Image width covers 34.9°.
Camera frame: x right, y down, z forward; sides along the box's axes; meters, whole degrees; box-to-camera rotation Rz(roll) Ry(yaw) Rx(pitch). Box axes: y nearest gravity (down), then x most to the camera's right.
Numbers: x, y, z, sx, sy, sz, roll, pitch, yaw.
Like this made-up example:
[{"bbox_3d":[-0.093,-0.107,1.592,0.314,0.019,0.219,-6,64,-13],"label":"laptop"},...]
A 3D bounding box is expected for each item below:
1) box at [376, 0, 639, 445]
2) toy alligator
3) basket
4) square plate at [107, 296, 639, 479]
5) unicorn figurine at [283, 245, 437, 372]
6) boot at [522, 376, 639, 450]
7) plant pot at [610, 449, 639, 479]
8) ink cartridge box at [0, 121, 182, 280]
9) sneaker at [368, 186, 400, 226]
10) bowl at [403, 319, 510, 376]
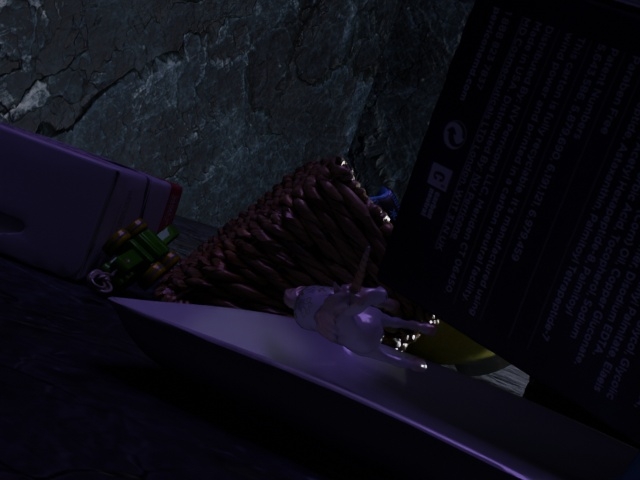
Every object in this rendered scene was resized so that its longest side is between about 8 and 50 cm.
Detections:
[{"bbox_3d":[0.397,0.007,0.833,0.480,0.297,0.471,2,21,-47],"label":"box"},{"bbox_3d":[-0.180,0.027,0.931,0.056,0.051,0.190,44,21,-1],"label":"toy alligator"},{"bbox_3d":[-0.020,0.060,1.052,0.213,0.223,0.299,52,-4,-7],"label":"basket"},{"bbox_3d":[0.081,0.125,0.681,0.347,0.049,0.344,20,1,26],"label":"square plate"},{"bbox_3d":[0.025,0.054,0.708,0.111,0.060,0.162,18,-15,-31],"label":"unicorn figurine"},{"bbox_3d":[0.366,0.176,1.129,0.260,0.131,0.348,20,1,17],"label":"boot"},{"bbox_3d":[0.292,0.072,0.397,0.271,0.255,0.271,27,7,-4],"label":"plant pot"},{"bbox_3d":[-0.277,-0.044,1.053,0.197,0.114,0.273,20,2,4],"label":"ink cartridge box"},{"bbox_3d":[0.000,0.000,1.338,0.341,0.140,0.125,-3,22,46],"label":"sneaker"},{"bbox_3d":[0.201,0.083,1.344,0.156,0.289,0.289,62,-11,-14],"label":"bowl"}]
